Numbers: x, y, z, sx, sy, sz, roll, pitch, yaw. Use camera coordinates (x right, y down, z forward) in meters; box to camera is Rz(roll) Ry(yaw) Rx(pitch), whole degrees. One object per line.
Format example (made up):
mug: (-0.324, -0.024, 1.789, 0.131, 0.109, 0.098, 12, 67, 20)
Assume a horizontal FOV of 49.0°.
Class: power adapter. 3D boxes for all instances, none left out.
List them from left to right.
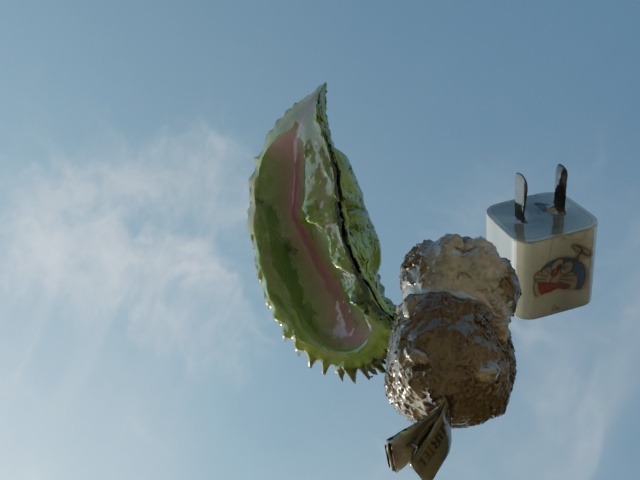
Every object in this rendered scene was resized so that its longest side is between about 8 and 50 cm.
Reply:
power adapter: (0.311, -0.010, 0.998, 0.130, 0.125, 0.204, -14, -59, -8)

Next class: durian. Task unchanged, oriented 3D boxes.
durian: (0.000, 0.000, 0.844, 0.158, 0.169, 0.351, -13, -105, -12)

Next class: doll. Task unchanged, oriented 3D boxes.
doll: (0.107, 0.092, 0.570, 0.105, 0.221, 0.115, 12, -40, 0)
